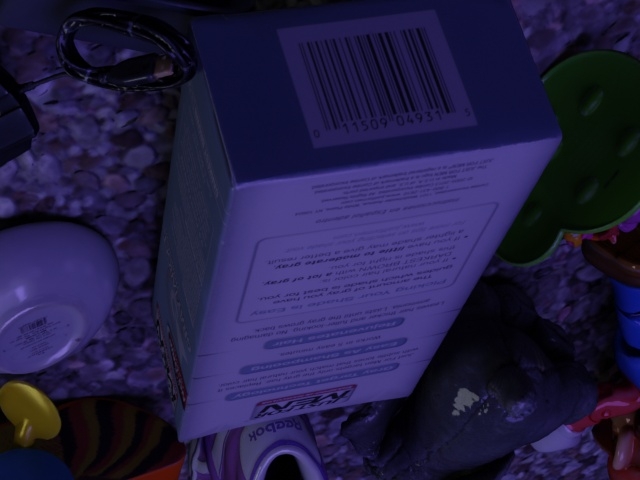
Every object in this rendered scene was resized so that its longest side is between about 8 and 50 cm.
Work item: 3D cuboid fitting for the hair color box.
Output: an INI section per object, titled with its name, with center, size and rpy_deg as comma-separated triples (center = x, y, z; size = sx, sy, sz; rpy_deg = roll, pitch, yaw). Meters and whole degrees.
[hair color box]
center = 0.000, 0.000, 0.890
size = 0.185, 0.114, 0.374
rpy_deg = -9, 154, -15

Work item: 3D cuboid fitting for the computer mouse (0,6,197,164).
[computer mouse]
center = -0.164, -0.077, 0.767
size = 0.242, 0.041, 0.071
rpy_deg = -12, 122, 40

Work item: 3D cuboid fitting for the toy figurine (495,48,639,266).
[toy figurine]
center = 0.227, -0.043, 1.022
size = 0.159, 0.130, 0.173
rpy_deg = 10, 125, -45

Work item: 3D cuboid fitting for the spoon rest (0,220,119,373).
[spoon rest]
center = -0.268, 0.062, 0.952
size = 0.276, 0.084, 0.137
rpy_deg = -22, 143, -22

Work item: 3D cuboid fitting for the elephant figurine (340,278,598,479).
[elephant figurine]
center = 0.098, 0.158, 1.137
size = 0.186, 0.169, 0.239
rpy_deg = 20, 120, -46

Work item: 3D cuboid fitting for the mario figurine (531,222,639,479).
[mario figurine]
center = 0.286, 0.094, 1.226
size = 0.198, 0.170, 0.321
rpy_deg = 8, 131, 19

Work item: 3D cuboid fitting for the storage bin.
[storage bin]
center = -0.117, -0.158, 0.765
size = 0.135, 0.098, 0.091
rpy_deg = 7, 159, -32

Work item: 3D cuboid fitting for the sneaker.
[sneaker]
center = -0.047, 0.213, 1.140
size = 0.102, 0.161, 0.282
rpy_deg = -16, 142, -10

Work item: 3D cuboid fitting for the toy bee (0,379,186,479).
[toy bee]
center = -0.254, 0.176, 1.038
size = 0.298, 0.162, 0.195
rpy_deg = -6, 135, -56
